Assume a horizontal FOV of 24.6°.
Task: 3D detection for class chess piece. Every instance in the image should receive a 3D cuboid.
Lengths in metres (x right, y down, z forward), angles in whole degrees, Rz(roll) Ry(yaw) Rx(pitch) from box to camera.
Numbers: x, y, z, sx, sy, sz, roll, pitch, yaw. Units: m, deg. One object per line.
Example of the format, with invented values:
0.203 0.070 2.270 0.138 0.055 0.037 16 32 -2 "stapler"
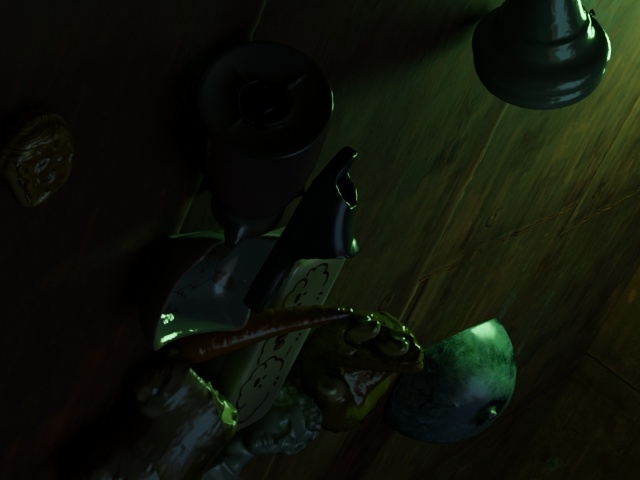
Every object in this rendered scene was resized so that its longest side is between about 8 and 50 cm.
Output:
0.307 -0.344 1.977 0.194 0.194 0.299 -38 147 -30 "chess piece"

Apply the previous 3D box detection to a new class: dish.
-0.145 0.045 1.816 0.212 0.077 0.151 -10 132 -60 "dish"

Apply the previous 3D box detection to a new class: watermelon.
0.261 0.316 2.923 0.188 0.175 0.322 -23 144 -52 "watermelon"

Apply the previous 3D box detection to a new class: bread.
-0.273 -0.081 1.407 0.083 0.044 0.111 -48 160 -18 "bread"

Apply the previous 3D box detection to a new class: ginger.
-0.229 0.271 1.953 0.275 0.130 0.221 -29 139 -40 "ginger"

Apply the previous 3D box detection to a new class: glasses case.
-0.082 0.128 2.075 0.144 0.076 0.336 -22 144 -52 "glasses case"

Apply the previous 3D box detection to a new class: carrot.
-0.081 0.113 1.942 0.256 0.061 0.061 -13 149 -7 "carrot"

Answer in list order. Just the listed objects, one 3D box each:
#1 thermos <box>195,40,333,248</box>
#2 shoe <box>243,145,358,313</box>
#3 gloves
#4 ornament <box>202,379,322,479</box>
-0.068 -0.107 1.668 0.265 0.146 0.176 105 7 -66 "thermos"
0.000 0.000 1.781 0.241 0.093 0.108 -57 178 19 "shoe"
0.049 0.200 2.344 0.203 0.155 0.356 -34 169 -23 "gloves"
-0.131 0.318 2.238 0.285 0.130 0.120 -31 136 -25 "ornament"
